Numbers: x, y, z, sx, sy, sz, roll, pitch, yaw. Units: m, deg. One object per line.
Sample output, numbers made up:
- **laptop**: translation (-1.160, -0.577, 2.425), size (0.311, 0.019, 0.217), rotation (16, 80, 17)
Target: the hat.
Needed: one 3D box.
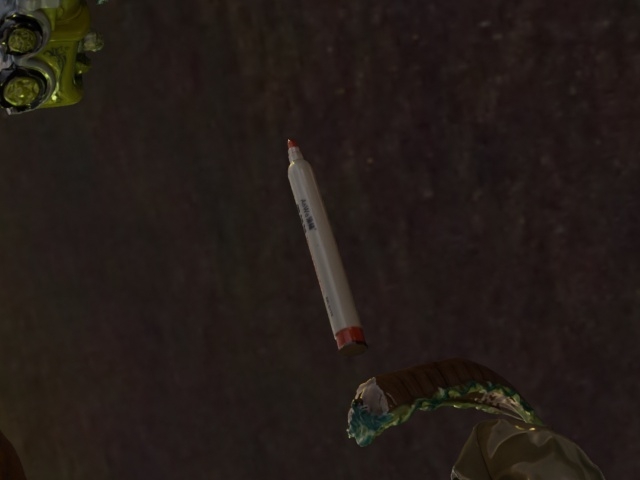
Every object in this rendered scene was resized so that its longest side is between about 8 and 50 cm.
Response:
- **hat**: translation (0.181, 0.277, 1.319), size (0.144, 0.166, 0.173), rotation (-61, -5, -53)

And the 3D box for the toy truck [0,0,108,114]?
- **toy truck**: translation (-0.170, -0.136, 0.868), size (0.111, 0.077, 0.076), rotation (108, 148, -44)

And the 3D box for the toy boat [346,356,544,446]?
- **toy boat**: translation (0.150, 0.188, 1.648), size (0.108, 0.293, 0.099), rotation (-31, 65, 47)

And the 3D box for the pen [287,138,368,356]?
- **pen**: translation (0.000, 0.000, 1.177), size (0.026, 0.026, 0.218), rotation (110, 149, -54)

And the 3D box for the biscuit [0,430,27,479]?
- **biscuit**: translation (-0.396, 0.220, 1.182), size (0.296, 0.296, 0.102), rotation (52, 137, 45)
